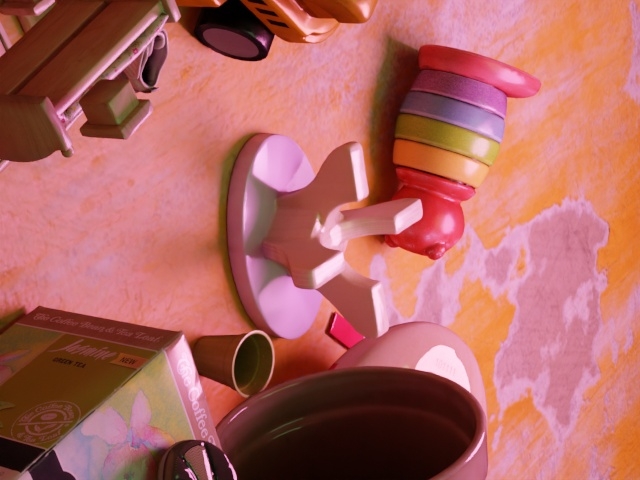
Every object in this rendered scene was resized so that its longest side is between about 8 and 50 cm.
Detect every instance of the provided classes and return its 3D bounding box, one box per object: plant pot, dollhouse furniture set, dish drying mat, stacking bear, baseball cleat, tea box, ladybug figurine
[{"bbox_3d":[-0.112,0.146,1.911,0.083,0.079,0.083,-14,107,-52],"label":"plant pot"},{"bbox_3d":[-0.215,-0.151,1.481,0.303,0.356,0.174,-52,135,-37],"label":"dollhouse furniture set"},{"bbox_3d":[0.036,0.130,2.177,0.083,0.008,0.032,41,62,-48],"label":"dish drying mat"},{"bbox_3d":[0.175,-0.117,2.214,0.164,0.175,0.289,17,89,-56],"label":"stacking bear"},{"bbox_3d":[-0.217,-0.255,1.672,0.072,0.109,0.206,-43,126,-36],"label":"baseball cleat"},{"bbox_3d":[-0.269,0.294,1.595,0.323,0.220,0.329,-44,130,-42],"label":"tea box"},{"bbox_3d":[0.049,0.341,1.824,0.323,0.323,0.280,-35,123,-46],"label":"plant pot"},{"bbox_3d":[0.061,0.319,2.081,0.305,0.162,0.449,31,76,-34],"label":"ladybug figurine"}]

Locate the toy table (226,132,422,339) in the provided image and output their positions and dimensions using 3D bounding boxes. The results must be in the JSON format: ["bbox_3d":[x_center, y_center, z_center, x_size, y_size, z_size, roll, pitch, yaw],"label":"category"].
[{"bbox_3d":[0.000,0.000,1.977,0.252,0.161,0.274,-45,129,-41],"label":"toy table"}]

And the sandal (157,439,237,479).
[{"bbox_3d":[-0.136,0.350,1.539,0.120,0.086,0.302,22,63,-48],"label":"sandal"}]

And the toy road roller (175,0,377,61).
[{"bbox_3d":[-0.061,-0.353,1.759,0.329,0.241,0.202,40,63,-50],"label":"toy road roller"}]
